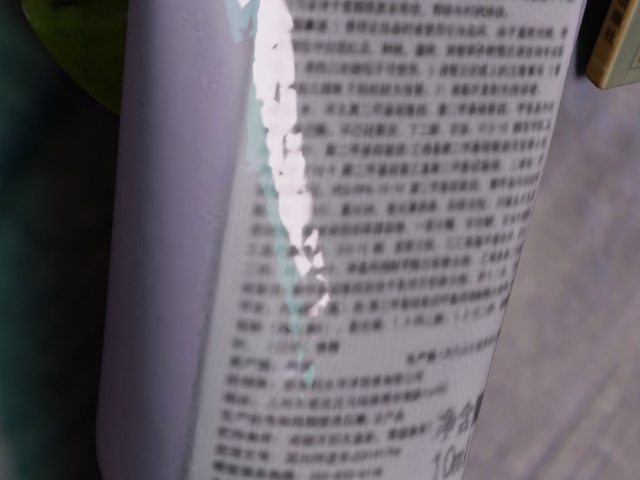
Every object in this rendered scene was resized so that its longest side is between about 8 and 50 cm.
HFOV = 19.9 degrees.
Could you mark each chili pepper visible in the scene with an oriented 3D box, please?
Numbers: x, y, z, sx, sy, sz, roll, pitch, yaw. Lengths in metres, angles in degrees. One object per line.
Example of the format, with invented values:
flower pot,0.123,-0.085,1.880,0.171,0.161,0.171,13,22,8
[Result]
chili pepper,-0.011,-0.040,0.521,0.208,0.043,0.049,18,68,-48

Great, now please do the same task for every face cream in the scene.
face cream,0.000,0.000,0.476,0.154,0.096,0.274,-5,118,-35

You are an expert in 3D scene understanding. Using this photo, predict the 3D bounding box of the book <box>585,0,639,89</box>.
book,0.188,-0.157,0.586,0.170,0.018,0.242,-13,138,-30
